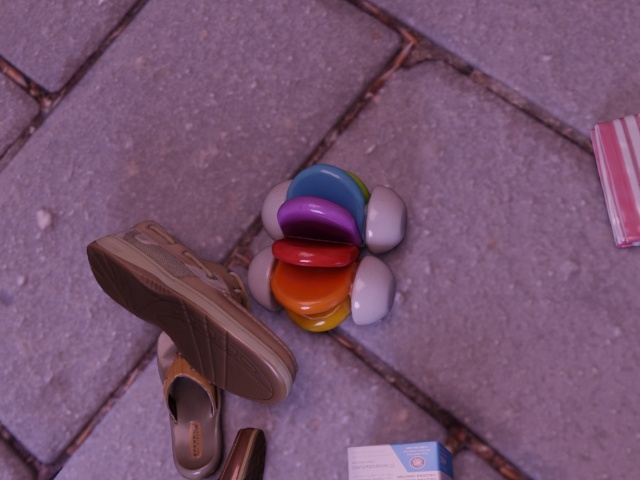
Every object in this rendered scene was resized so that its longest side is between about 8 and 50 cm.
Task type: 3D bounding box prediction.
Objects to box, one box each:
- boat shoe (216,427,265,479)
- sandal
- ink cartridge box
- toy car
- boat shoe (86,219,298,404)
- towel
[{"bbox_3d":[-0.105,0.276,1.050,0.060,0.064,0.178,14,78,17],"label":"boat shoe"},{"bbox_3d":[-0.144,0.168,1.104,0.072,0.049,0.180,-15,61,9],"label":"sandal"},{"bbox_3d":[0.082,0.274,0.985,0.092,0.090,0.143,-7,69,13],"label":"ink cartridge box"},{"bbox_3d":[0.000,0.000,1.080,0.159,0.136,0.182,6,73,17],"label":"toy car"},{"bbox_3d":[-0.126,0.064,1.100,0.302,0.109,0.098,30,49,33],"label":"boat shoe"},{"bbox_3d":[0.393,-0.074,1.062,0.197,0.029,0.144,-10,68,9],"label":"towel"}]
